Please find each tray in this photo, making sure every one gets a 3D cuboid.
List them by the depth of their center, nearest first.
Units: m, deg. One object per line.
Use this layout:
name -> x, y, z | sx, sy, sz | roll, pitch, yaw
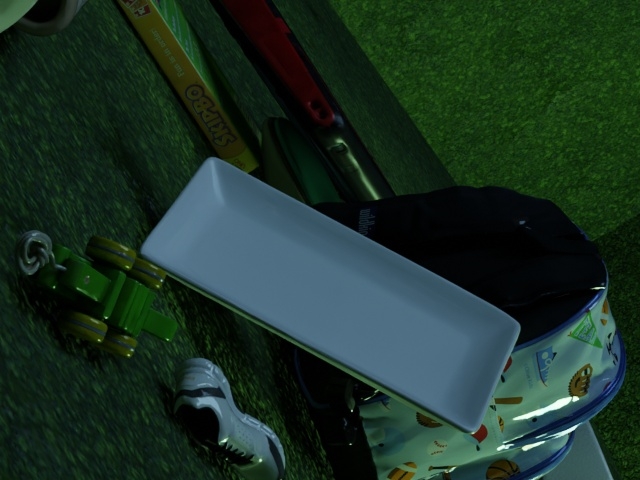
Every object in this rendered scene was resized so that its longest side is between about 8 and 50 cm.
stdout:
tray -> 0.007, 0.044, 1.367 | 0.270, 0.030, 0.145 | 28, 36, 3

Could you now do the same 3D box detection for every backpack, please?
backpack -> 0.116, 0.089, 1.536 | 0.276, 0.263, 0.213 | -108, 174, -55

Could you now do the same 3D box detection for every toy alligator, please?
toy alligator -> -0.140, 0.023, 1.065 | 0.051, 0.056, 0.189 | 17, -10, 26

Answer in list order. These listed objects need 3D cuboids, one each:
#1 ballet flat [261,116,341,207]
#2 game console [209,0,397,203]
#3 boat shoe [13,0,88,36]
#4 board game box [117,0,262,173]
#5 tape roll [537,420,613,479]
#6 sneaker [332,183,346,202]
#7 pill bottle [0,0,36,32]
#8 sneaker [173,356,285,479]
ballet flat -> 0.000, 0.000, 1.788 | 0.248, 0.086, 0.086 | 54, 9, 0
game console -> 0.017, -0.087, 1.897 | 0.386, 0.060, 0.342 | 54, 5, -43
boat shoe -> -0.250, -0.294, 1.245 | 0.341, 0.121, 0.110 | 58, 8, -17
board game box -> -0.136, -0.186, 1.781 | 0.259, 0.039, 0.124 | 60, 8, -14
tape roll -> 0.293, 0.320, 2.091 | 0.392, 0.072, 0.392 | -20, 90, -88
sneaker -> 0.014, -0.074, 2.188 | 0.188, 0.067, 0.078 | 52, 33, -46
pill bottle -> -0.238, -0.202, 1.057 | 0.180, 0.108, 0.108 | 61, 9, 14
sneaker -> -0.062, 0.126, 1.203 | 0.109, 0.040, 0.044 | 51, 28, -27
